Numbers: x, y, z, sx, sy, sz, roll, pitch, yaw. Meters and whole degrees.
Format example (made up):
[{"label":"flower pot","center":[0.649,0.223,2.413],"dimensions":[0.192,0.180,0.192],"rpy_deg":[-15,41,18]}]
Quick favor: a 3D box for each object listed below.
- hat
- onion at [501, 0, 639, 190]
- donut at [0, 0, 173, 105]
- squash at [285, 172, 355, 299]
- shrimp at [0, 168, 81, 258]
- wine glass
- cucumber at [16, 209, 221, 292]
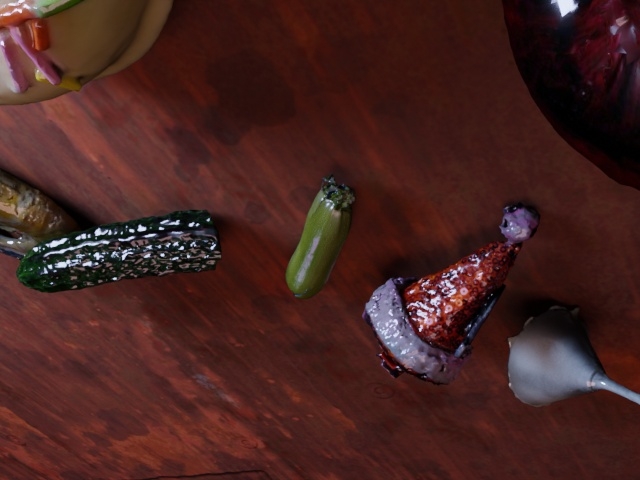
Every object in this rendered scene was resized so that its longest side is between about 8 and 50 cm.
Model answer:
[{"label":"hat","center":[0.151,0.051,0.715],"dimensions":[0.140,0.128,0.227],"rpy_deg":[1,136,-49]},{"label":"onion","center":[0.211,-0.139,0.358],"dimensions":[0.273,0.285,0.272],"rpy_deg":[19,116,43]},{"label":"donut","center":[-0.255,-0.253,0.454],"dimensions":[0.308,0.150,0.371],"rpy_deg":[-10,131,35]},{"label":"squash","center":[0.000,0.000,0.729],"dimensions":[0.052,0.052,0.183],"rpy_deg":[18,136,-1]},{"label":"shrimp","center":[-0.403,-0.039,0.816],"dimensions":[0.253,0.058,0.173],"rpy_deg":[28,145,-17]},{"label":"wine glass","center":[0.286,0.146,0.679],"dimensions":[0.122,0.122,0.183],"rpy_deg":[42,173,-25]},{"label":"cucumber","center":[-0.231,0.015,0.771],"dimensions":[0.266,0.077,0.077],"rpy_deg":[-8,133,8]}]
